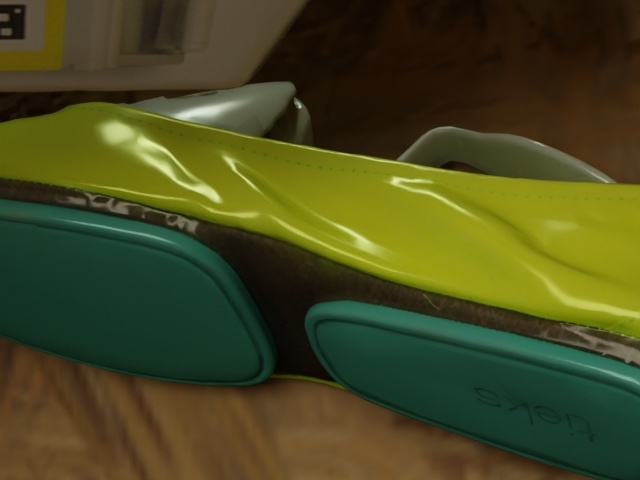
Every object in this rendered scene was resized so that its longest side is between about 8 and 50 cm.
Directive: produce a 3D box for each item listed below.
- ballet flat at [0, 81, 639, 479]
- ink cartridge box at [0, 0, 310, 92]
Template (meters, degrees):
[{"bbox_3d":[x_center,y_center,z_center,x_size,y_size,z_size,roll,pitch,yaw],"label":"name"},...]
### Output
[{"bbox_3d":[0.000,0.000,0.475,0.231,0.077,0.077,12,56,22],"label":"ballet flat"},{"bbox_3d":[-0.094,-0.172,0.430,0.307,0.072,0.303,0,61,-12],"label":"ink cartridge box"}]
